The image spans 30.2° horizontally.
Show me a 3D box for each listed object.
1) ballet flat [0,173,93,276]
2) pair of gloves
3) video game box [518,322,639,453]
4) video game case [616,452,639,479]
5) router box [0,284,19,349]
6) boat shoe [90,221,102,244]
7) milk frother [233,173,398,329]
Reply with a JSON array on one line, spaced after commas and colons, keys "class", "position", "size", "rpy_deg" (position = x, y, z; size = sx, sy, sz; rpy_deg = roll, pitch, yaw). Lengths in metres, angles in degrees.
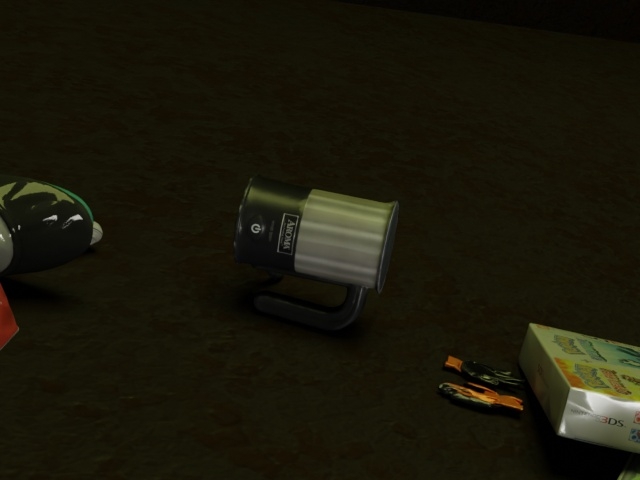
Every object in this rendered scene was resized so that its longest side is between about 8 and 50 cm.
[{"class": "ballet flat", "position": [-0.333, -0.009, 0.988], "size": [0.281, 0.095, 0.096], "rpy_deg": [7, 30, 13]}, {"class": "pair of gloves", "position": [0.140, 0.125, 1.026], "size": [0.074, 0.010, 0.083], "rpy_deg": [14, 19, 6]}, {"class": "video game box", "position": [0.274, 0.132, 0.995], "size": [0.187, 0.048, 0.205], "rpy_deg": [11, 10, -1]}, {"class": "video game case", "position": [0.312, 0.218, 0.882], "size": [0.190, 0.022, 0.173], "rpy_deg": [21, 22, 20]}, {"class": "router box", "position": [-0.345, 0.099, 0.505], "size": [0.336, 0.082, 0.301], "rpy_deg": [-14, 17, 13]}, {"class": "boat shoe", "position": [-0.244, 0.002, 1.083], "size": [0.100, 0.035, 0.035], "rpy_deg": [1, 52, -38]}, {"class": "milk frother", "position": [0.000, 0.000, 1.094], "size": [0.135, 0.129, 0.143], "rpy_deg": [12, 27, 8]}]
